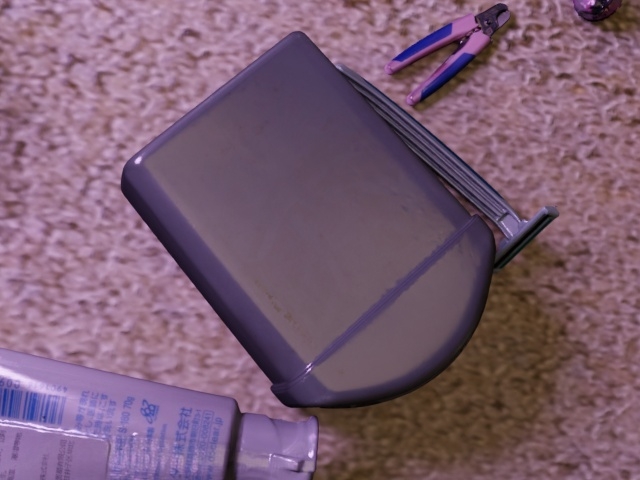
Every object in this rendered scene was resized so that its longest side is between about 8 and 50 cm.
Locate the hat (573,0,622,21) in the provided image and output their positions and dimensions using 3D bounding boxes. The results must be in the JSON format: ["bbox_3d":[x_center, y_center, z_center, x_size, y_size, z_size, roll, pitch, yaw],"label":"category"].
[{"bbox_3d":[0.271,-0.267,0.816,0.140,0.129,0.227,27,95,-31],"label":"hat"}]

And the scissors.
[{"bbox_3d":[0.100,-0.145,0.791,0.113,0.012,0.039,-35,92,-16],"label":"scissors"}]

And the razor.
[{"bbox_3d":[0.081,-0.061,0.764,0.191,0.037,0.068,41,116,-2],"label":"razor"}]

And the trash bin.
[{"bbox_3d":[0.000,0.000,0.707,0.176,0.101,0.236,-40,90,-13],"label":"trash bin"}]

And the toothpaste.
[{"bbox_3d":[-0.153,0.125,0.671,0.299,0.073,0.114,8,85,-4],"label":"toothpaste"}]
